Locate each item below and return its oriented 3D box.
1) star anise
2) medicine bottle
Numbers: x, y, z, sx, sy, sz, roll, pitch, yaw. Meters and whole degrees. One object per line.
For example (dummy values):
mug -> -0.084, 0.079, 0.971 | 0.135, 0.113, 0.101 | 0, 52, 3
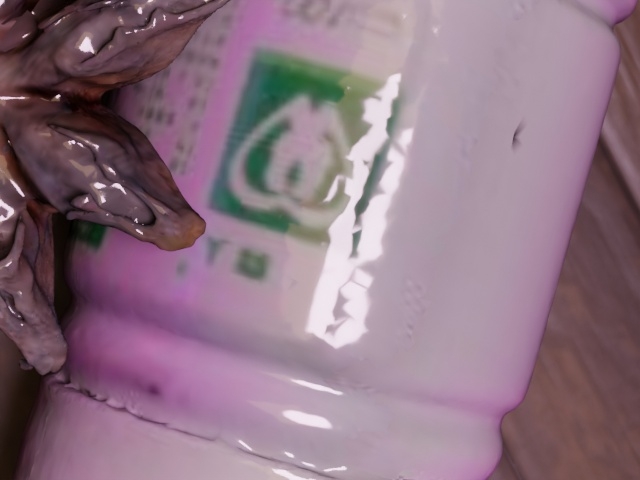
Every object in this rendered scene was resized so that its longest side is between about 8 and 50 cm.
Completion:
star anise -> -0.119, -0.073, 0.614 | 0.172, 0.063, 0.208 | -46, 79, 15
medicine bottle -> 0.000, 0.000, 0.711 | 0.212, 0.212, 0.326 | 15, 91, -11
